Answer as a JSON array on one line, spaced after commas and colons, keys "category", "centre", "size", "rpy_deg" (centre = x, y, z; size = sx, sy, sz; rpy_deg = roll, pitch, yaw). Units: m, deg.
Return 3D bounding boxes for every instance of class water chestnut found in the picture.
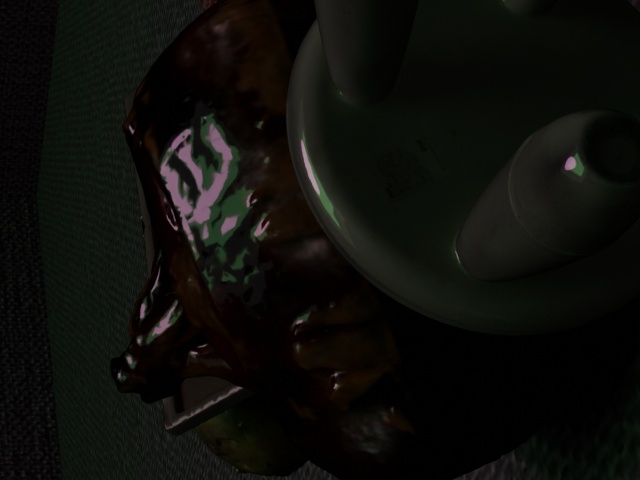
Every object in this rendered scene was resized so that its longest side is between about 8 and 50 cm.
[{"category": "water chestnut", "centre": [0.000, 0.000, 0.808], "size": [0.300, 0.300, 0.300], "rpy_deg": [-179, 90, -73]}]

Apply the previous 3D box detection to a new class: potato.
[{"category": "potato", "centre": [-0.048, 0.049, 1.206], "size": [0.176, 0.141, 0.298], "rpy_deg": [-41, 44, 48]}]

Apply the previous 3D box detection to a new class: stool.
[{"category": "stool", "centre": [0.093, -0.083, 0.595], "size": [0.195, 0.195, 0.199], "rpy_deg": [55, 160, 15]}]

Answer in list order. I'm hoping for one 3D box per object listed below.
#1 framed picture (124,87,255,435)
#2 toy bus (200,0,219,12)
[{"category": "framed picture", "centre": [-0.041, -0.046, 1.125], "size": [0.247, 0.022, 0.335], "rpy_deg": [-31, 49, 23]}, {"category": "toy bus", "centre": [-0.062, -0.266, 1.389], "size": [0.235, 0.073, 0.096], "rpy_deg": [134, 126, -67]}]
